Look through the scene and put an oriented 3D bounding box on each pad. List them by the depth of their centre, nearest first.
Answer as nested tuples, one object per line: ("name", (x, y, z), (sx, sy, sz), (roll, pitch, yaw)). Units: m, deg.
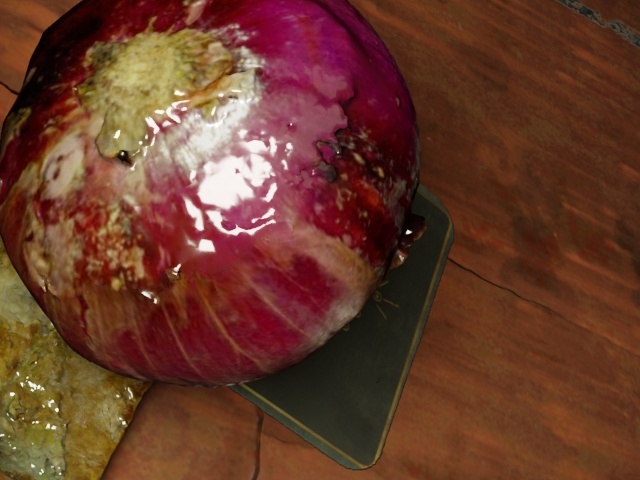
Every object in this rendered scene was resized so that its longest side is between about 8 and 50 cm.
("pad", (-0.001, 0.000, 1.272), (0.315, 0.063, 0.375), (36, 47, -15))

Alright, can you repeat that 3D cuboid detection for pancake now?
("pancake", (-0.281, 0.062, 1.016), (0.356, 0.065, 0.356), (20, 52, -29))

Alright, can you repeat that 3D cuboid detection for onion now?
("onion", (-0.071, -0.032, 1.039), (0.385, 0.347, 0.348), (57, 25, -58))

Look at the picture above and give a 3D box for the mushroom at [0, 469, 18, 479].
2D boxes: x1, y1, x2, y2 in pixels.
("mushroom", (-0.278, 0.222, 0.799), (0.297, 0.163, 0.278), (32, 75, -22))
